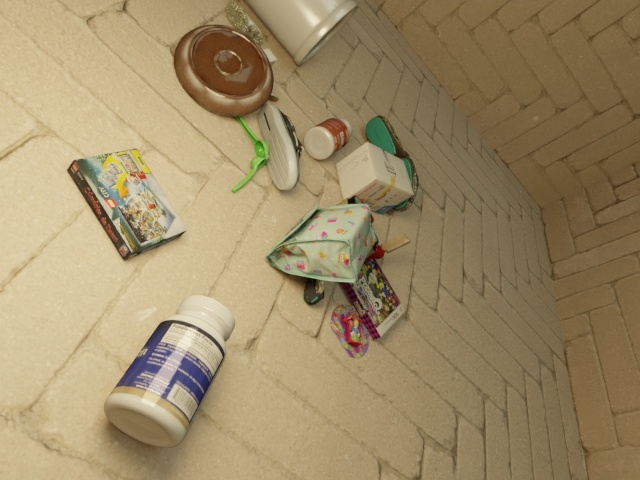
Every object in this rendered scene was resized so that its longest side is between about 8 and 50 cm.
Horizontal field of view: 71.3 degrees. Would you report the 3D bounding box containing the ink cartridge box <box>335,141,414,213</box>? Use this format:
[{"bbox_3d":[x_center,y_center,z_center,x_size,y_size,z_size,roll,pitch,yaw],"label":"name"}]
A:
[{"bbox_3d":[0.205,-0.232,1.705,0.232,0.171,0.168,14,55,-41],"label":"ink cartridge box"}]

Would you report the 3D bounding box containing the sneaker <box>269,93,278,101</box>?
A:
[{"bbox_3d":[-0.183,-0.523,1.587,0.083,0.032,0.037,11,58,-44],"label":"sneaker"}]

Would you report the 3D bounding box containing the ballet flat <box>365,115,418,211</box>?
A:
[{"bbox_3d":[0.334,-0.326,1.931,0.182,0.164,0.483,15,51,-48],"label":"ballet flat"}]

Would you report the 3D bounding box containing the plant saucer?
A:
[{"bbox_3d":[-0.285,-0.534,1.369,0.310,0.050,0.311,6,75,-24],"label":"plant saucer"}]

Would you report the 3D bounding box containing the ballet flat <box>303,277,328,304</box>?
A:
[{"bbox_3d":[-0.003,0.099,1.333,0.074,0.074,0.203,36,43,-26],"label":"ballet flat"}]

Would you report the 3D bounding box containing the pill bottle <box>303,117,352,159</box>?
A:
[{"bbox_3d":[0.037,-0.389,1.666,0.121,0.121,0.216,53,38,-7],"label":"pill bottle"}]

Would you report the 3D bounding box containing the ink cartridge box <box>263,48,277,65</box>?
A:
[{"bbox_3d":[-0.218,-0.590,1.520,0.052,0.122,0.088,53,38,-7],"label":"ink cartridge box"}]

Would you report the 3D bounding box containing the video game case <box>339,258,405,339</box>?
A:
[{"bbox_3d":[0.175,0.184,1.494,0.210,0.042,0.232,-27,86,-54],"label":"video game case"}]

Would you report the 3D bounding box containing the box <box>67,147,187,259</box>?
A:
[{"bbox_3d":[-0.430,-0.088,1.009,0.233,0.044,0.159,58,38,0],"label":"box"}]

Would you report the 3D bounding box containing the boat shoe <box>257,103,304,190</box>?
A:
[{"bbox_3d":[-0.108,-0.306,1.448,0.119,0.121,0.335,9,57,-40],"label":"boat shoe"}]

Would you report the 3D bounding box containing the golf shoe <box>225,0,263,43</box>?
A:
[{"bbox_3d":[-0.281,-0.808,1.666,0.176,0.069,0.086,50,18,-15],"label":"golf shoe"}]

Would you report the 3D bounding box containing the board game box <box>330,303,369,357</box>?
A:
[{"bbox_3d":[0.101,0.271,1.360,0.169,0.033,0.133,57,37,-1],"label":"board game box"}]

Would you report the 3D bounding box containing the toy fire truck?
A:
[{"bbox_3d":[0.178,-0.030,1.553,0.246,0.158,0.217,23,40,-50],"label":"toy fire truck"}]

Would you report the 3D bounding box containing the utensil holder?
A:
[{"bbox_3d":[-0.100,-0.944,1.740,0.385,0.327,0.327,45,39,-12],"label":"utensil holder"}]

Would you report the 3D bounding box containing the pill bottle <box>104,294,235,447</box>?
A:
[{"bbox_3d":[-0.275,0.241,0.867,0.153,0.153,0.265,44,40,-18],"label":"pill bottle"}]

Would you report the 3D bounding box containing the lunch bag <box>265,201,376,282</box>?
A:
[{"bbox_3d":[0.000,0.000,1.267,0.223,0.262,0.160,-53,138,-52],"label":"lunch bag"}]

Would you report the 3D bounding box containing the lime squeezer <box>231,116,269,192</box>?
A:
[{"bbox_3d":[-0.207,-0.263,1.366,0.110,0.059,0.310,24,50,-37],"label":"lime squeezer"}]
